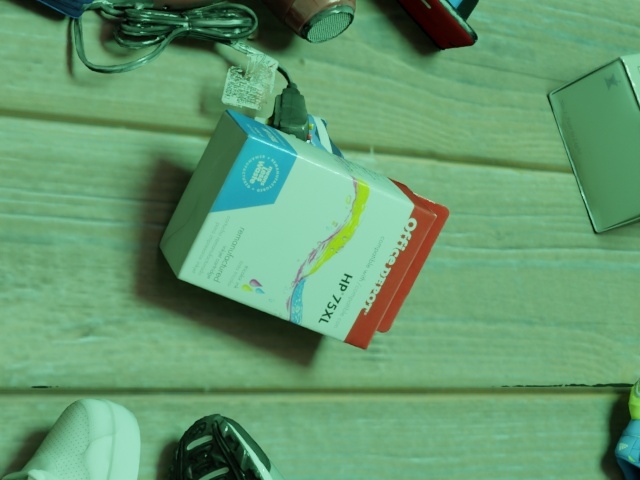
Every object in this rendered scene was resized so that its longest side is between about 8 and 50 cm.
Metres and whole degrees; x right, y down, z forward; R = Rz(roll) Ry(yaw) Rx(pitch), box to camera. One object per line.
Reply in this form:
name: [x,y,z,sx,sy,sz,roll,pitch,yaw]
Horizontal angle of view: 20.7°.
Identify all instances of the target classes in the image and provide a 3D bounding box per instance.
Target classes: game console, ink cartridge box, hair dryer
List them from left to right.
hair dryer: [-0.073,-0.231,1.523,0.224,0.080,0.293,25,51,-15]
ink cartridge box: [0.000,0.000,1.459,0.231,0.078,0.134,22,102,-25]
game console: [0.105,-0.261,1.676,0.144,0.124,0.085,46,80,-15]

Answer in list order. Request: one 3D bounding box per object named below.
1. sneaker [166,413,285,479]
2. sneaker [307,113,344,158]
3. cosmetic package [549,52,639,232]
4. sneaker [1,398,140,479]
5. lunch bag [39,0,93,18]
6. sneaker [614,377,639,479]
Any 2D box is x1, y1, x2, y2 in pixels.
sneaker: [-0.031,0.261,1.397,0.271,0.100,0.108,61,26,0]
sneaker: [0.002,-0.048,1.543,0.059,0.053,0.144,-14,84,-41]
cosmetic package: [0.400,-0.120,1.827,0.309,0.113,0.160,-12,82,-38]
sneaker: [-0.244,0.213,1.234,0.169,0.108,0.292,35,58,-26]
lunch bag: [-0.220,-0.230,1.430,0.098,0.065,0.067,26,40,-30]
sneaker: [0.369,0.236,1.713,0.240,0.091,0.126,41,73,-19]
